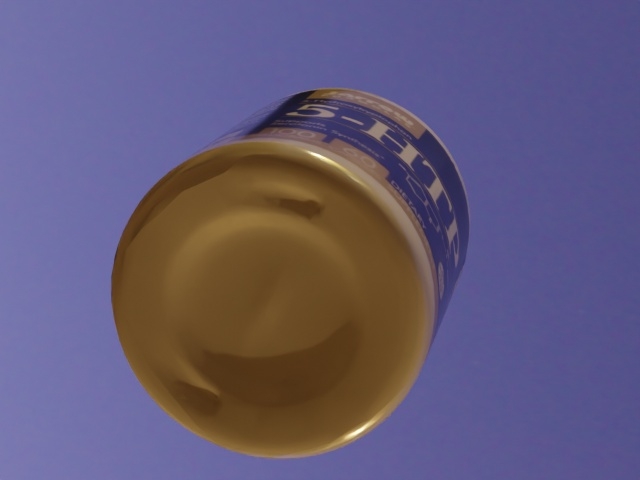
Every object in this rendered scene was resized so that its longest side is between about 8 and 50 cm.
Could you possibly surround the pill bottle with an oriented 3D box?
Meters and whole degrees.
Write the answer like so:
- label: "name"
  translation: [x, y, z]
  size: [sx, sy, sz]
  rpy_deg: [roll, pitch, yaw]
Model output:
- label: "pill bottle"
  translation: [0.000, 0.000, 0.573]
  size: [0.112, 0.187, 0.112]
  rpy_deg: [3, -75, 11]
